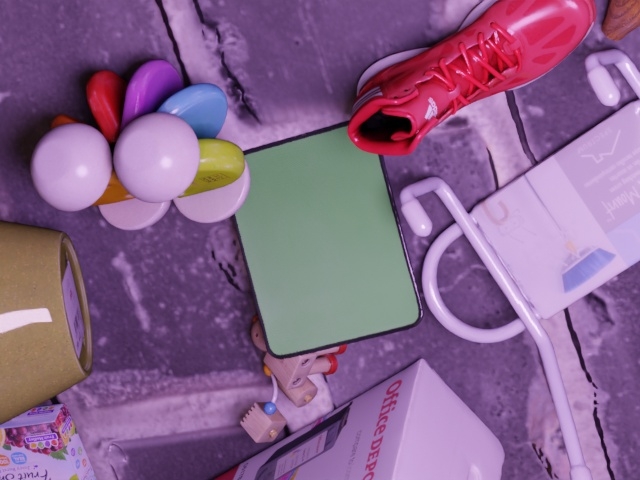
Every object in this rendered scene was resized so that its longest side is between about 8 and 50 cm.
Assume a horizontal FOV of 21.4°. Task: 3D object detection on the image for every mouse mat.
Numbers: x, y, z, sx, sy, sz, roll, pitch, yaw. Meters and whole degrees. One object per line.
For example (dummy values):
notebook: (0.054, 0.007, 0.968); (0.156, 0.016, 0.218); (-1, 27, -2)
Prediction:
mouse mat: (0.000, 0.000, 1.491); (0.153, 0.007, 0.189); (-14, 91, 21)

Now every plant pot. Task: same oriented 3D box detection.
plant pot: (-0.365, 0.082, 1.546); (0.294, 0.274, 0.274); (-10, 117, 0)

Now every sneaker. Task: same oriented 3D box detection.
sneaker: (0.119, -0.126, 1.363); (0.221, 0.128, 0.087); (-30, 108, 26)

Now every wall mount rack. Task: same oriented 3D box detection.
wall mount rack: (0.233, 0.027, 1.387); (0.350, 0.130, 0.304); (-36, 85, 28)

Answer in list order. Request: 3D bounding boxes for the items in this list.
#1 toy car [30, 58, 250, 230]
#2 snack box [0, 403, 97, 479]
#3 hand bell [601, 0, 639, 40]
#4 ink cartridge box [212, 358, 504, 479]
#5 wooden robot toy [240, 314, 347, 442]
toy car: (-0.151, -0.087, 1.458); (0.182, 0.159, 0.136); (-5, 79, 23)
snack box: (-0.309, 0.222, 1.717); (0.141, 0.037, 0.100); (-9, 118, 18)
hand bell: (0.280, -0.242, 1.289); (0.126, 0.126, 0.242); (29, 133, -4)
ink cartridge box: (0.002, 0.274, 1.562); (0.306, 0.226, 0.131); (-35, 108, 26)
wooden robot toy: (-0.032, 0.102, 1.581); (0.079, 0.076, 0.173); (45, 127, 28)
